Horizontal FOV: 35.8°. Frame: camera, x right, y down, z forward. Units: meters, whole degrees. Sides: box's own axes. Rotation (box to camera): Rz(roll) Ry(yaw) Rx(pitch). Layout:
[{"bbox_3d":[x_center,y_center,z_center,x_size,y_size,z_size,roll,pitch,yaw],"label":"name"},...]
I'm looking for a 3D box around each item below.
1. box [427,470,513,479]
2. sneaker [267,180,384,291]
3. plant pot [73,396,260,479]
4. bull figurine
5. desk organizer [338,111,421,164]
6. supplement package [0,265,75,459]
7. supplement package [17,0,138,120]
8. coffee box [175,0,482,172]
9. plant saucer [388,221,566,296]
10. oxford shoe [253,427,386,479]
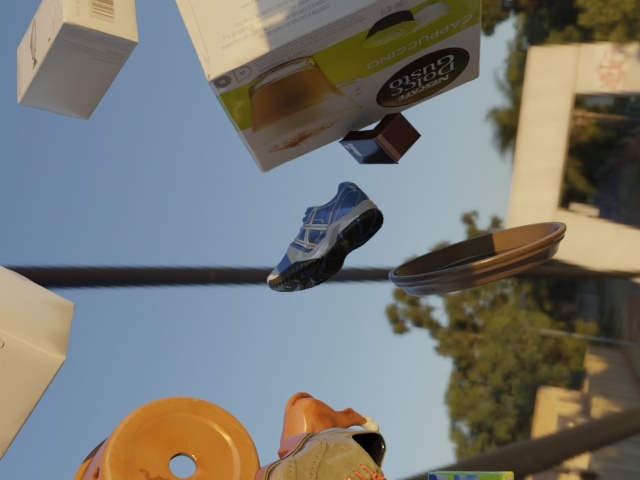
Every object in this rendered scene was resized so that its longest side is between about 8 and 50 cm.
[{"bbox_3d":[0.266,0.474,1.792,0.042,0.178,0.109,6,-102,-53],"label":"box"},{"bbox_3d":[0.000,0.000,1.442,0.080,0.211,0.081,17,-142,-54],"label":"sneaker"},{"bbox_3d":[-0.195,0.345,1.333,0.203,0.291,0.290,111,180,-49],"label":"plant pot"},{"bbox_3d":[-0.007,0.403,1.581,0.188,0.101,0.310,18,-109,-35],"label":"bull figurine"},{"bbox_3d":[0.077,-0.133,1.305,0.050,0.047,0.130,-48,17,-11],"label":"desk organizer"},{"bbox_3d":[-0.477,0.192,1.304,0.293,0.178,0.175,-55,20,13],"label":"supplement package"},{"bbox_3d":[-0.333,-0.264,1.343,0.179,0.105,0.105,-44,47,43],"label":"supplement package"},{"bbox_3d":[-0.013,-0.342,1.269,0.334,0.338,0.338,63,-177,-73],"label":"coffee box"},{"bbox_3d":[0.240,0.029,1.502,0.278,0.278,0.041,-31,-77,-71],"label":"plant saucer"},{"bbox_3d":[0.009,0.292,1.150,0.348,0.130,0.123,-62,-49,-76],"label":"oxford shoe"}]
